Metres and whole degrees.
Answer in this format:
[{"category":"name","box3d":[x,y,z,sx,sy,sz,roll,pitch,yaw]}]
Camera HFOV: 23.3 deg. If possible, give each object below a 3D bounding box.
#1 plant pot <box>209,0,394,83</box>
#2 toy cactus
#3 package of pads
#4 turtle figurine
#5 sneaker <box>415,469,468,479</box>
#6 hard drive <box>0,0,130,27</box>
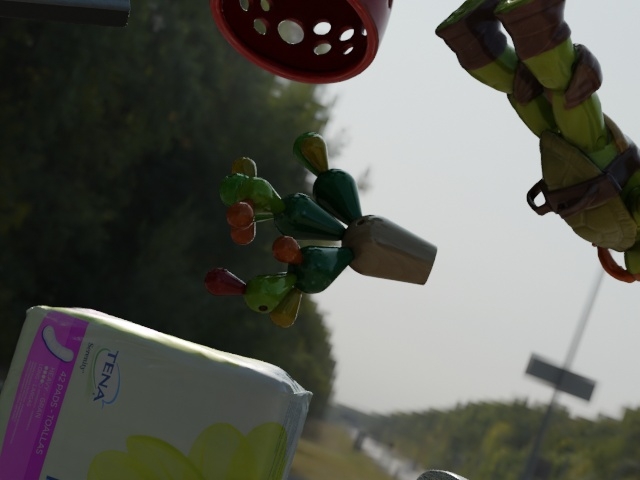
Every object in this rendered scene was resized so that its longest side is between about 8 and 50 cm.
[{"category":"plant pot","box3d":[-0.004,-0.291,1.679,0.191,0.174,0.191,15,-34,11]},{"category":"toy cactus","box3d":[0.000,0.000,1.237,0.180,0.112,0.219,20,29,-1]},{"category":"package of pads","box3d":[-0.176,0.200,1.517,0.296,0.229,0.101,17,-4,14]},{"category":"turtle figurine","box3d":[0.154,-0.052,0.916,0.217,0.087,0.269,55,-5,-13]},{"category":"sneaker","box3d":[0.180,0.320,1.596,0.091,0.094,0.258,28,4,-34]},{"category":"hard drive","box3d":[-0.205,-0.185,1.068,0.135,0.022,0.094,2,41,-23]}]
